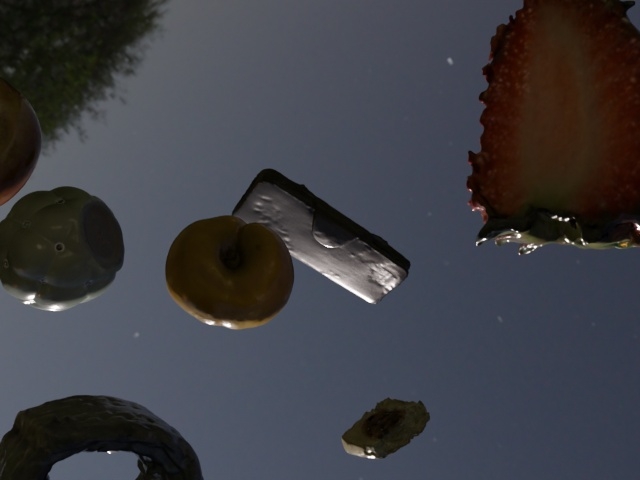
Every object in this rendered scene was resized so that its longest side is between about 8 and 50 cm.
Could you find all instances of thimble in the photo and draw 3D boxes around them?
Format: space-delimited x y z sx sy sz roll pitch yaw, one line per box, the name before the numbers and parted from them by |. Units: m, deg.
thimble | -0.261 0.288 1.079 0.205 0.236 0.172 -59 -156 -16

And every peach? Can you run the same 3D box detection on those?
peach | -0.122 0.040 1.244 0.103 0.179 0.179 107 5 -45

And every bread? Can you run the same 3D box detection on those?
bread | 0.066 0.197 0.956 0.083 0.035 0.070 -35 -165 -28

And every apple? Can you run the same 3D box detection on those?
apple | -0.487 -0.125 1.175 0.173 0.235 0.210 -20 -120 57

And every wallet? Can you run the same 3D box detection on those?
wallet | 0.000 0.000 1.570 0.165 0.309 0.042 -45 -166 55

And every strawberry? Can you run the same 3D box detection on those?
strawberry | 0.287 -0.125 0.972 0.233 0.138 0.306 -2 -111 37

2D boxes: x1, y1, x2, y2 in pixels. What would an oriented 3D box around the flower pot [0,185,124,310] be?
flower pot | -0.498 0.014 1.749 0.195 0.246 0.246 -17 -148 20
